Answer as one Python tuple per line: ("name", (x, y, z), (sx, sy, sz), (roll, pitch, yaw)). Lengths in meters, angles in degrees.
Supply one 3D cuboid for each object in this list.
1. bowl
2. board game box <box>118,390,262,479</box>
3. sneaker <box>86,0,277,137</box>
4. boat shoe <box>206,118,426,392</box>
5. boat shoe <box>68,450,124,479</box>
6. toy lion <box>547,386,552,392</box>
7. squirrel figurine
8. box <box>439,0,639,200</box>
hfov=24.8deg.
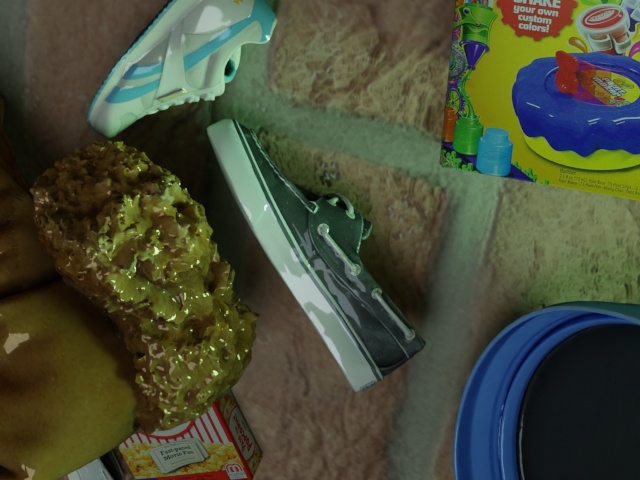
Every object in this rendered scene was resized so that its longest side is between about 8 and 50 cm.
("bowl", (0.291, 0.242, 1.366), (0.391, 0.077, 0.391), (17, 113, 45))
("board game box", (-0.169, 0.188, 1.619), (0.146, 0.045, 0.194), (-11, 119, 24))
("sneaker", (-0.134, -0.159, 1.344), (0.092, 0.087, 0.228), (40, 128, -13))
("boat shoe", (0.000, 0.000, 1.406), (0.102, 0.108, 0.301), (-32, 98, -1))
("boat shoe", (-0.269, 0.223, 1.669), (0.063, 0.066, 0.184), (-8, 119, 7))
("toy lion", (0.278, 0.163, 1.467), (0.096, 0.034, 0.100), (28, 128, 8))
("squirrel figurine", (-0.266, 0.023, 1.410), (0.397, 0.281, 0.371), (-18, 97, 20))
("box", (0.259, -0.192, 1.135), (0.289, 0.177, 0.279), (10, 125, 12))
